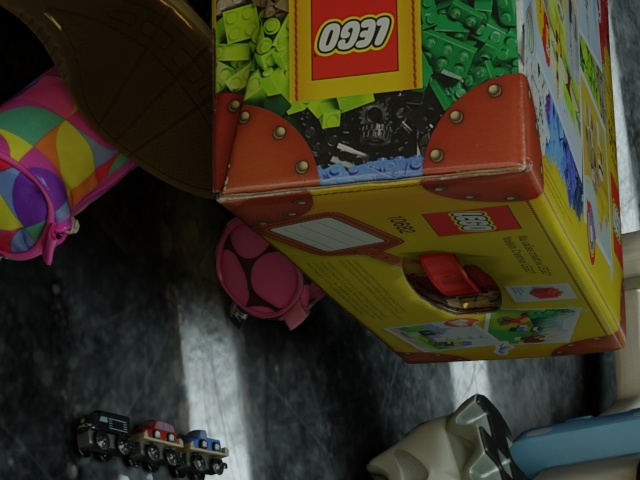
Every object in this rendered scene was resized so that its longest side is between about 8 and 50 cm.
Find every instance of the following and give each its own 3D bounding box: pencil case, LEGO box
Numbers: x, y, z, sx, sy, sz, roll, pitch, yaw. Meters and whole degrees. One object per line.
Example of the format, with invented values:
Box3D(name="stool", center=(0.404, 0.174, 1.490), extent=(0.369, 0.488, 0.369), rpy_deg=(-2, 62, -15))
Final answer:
Box3D(name="pencil case", center=(-0.168, -0.073, 1.317), extent=(0.104, 0.104, 0.236), rpy_deg=(64, 37, -20))
Box3D(name="LEGO box", center=(0.088, -0.143, 1.339), extent=(0.500, 0.193, 0.372), rpy_deg=(43, 44, -69))
Box3D(name="pencil case", center=(0.000, 0.000, 1.550), extent=(0.098, 0.095, 0.209), rpy_deg=(44, 36, 10))

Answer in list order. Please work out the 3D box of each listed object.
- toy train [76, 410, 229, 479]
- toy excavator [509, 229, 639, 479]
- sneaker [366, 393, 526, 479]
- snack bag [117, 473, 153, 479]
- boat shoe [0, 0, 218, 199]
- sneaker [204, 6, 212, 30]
Box3D(name="toy train", center=(-0.122, 0.150, 1.381), extent=(0.158, 0.027, 0.036), rpy_deg=(22, 52, -51))
Box3D(name="toy excavator", center=(0.301, 0.228, 1.857), extent=(0.445, 0.222, 0.433), rpy_deg=(-23, 99, -70))
Box3D(name="sneaker", center=(0.110, 0.288, 1.521), extent=(0.122, 0.146, 0.330), rpy_deg=(53, 18, -39))
Box3D(name="snack bag", center=(-0.154, 0.328, 1.027), extent=(0.342, 0.037, 0.323), rpy_deg=(-45, 140, -16))
Box3D(name="boat shoe", center=(-0.140, -0.157, 1.256), extent=(0.302, 0.109, 0.098), rpy_deg=(44, 27, -9))
Box3D(name="sneaker", center=(-0.029, -0.220, 1.557), extent=(0.147, 0.104, 0.296), rpy_deg=(3, 82, -61))
